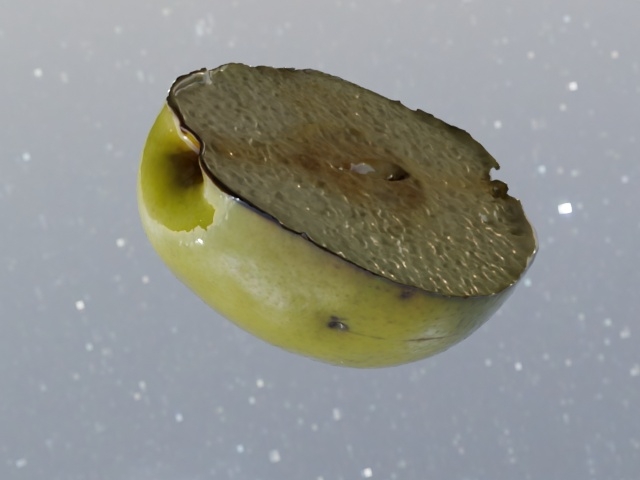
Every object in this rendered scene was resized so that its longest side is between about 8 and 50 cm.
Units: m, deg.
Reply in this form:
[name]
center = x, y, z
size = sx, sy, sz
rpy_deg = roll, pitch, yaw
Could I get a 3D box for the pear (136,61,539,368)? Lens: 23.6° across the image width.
[pear]
center = 0.000, 0.000, 1.420
size = 0.387, 0.191, 0.340
rpy_deg = 8, -145, -33
